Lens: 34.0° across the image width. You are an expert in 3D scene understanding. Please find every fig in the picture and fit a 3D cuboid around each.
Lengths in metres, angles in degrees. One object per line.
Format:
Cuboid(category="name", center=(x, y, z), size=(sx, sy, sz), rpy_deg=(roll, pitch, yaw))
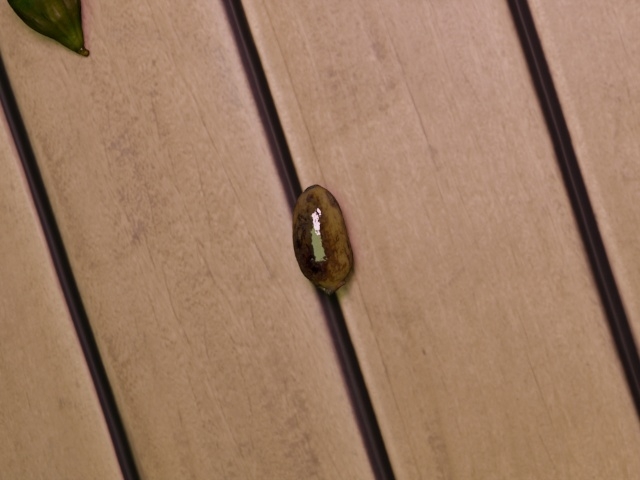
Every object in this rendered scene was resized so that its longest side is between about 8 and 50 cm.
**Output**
Cuboid(category="fig", center=(-0.448, -0.385, 1.757), size=(0.117, 0.117, 0.177), rpy_deg=(-29, 99, 18))

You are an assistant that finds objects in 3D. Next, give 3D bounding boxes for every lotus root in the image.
Cuboid(category="lotus root", center=(0.000, 0.000, 1.675), size=(0.089, 0.080, 0.179), rpy_deg=(-13, 92, 18))
